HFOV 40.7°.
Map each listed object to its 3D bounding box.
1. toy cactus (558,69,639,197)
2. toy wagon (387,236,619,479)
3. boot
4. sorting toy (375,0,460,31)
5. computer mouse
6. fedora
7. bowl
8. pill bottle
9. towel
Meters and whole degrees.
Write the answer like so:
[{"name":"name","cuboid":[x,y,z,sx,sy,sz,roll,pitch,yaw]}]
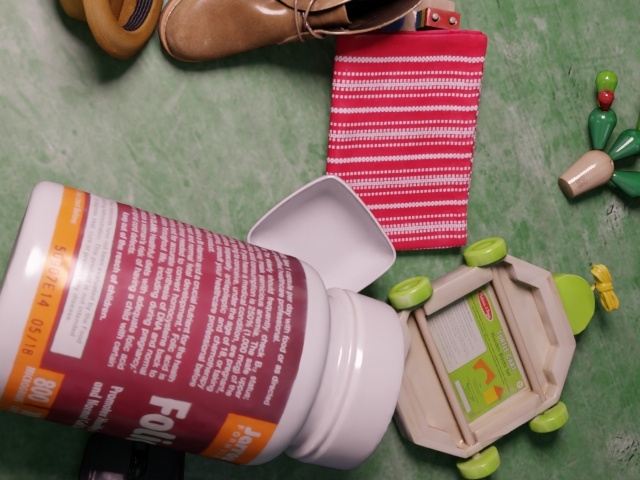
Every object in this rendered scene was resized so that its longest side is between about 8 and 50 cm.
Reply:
[{"name":"toy cactus","cuboid":[0.411,-0.115,1.170,0.180,0.112,0.219,-34,113,-7]},{"name":"toy wagon","cuboid":[0.238,0.133,1.123,0.344,0.068,0.267,-27,102,-19]},{"name":"boot","cuboid":[-0.028,-0.262,0.945,0.305,0.115,0.112,-21,134,-7]},{"name":"sorting toy","cuboid":[0.108,-0.233,1.062,0.132,0.046,0.275,5,91,-22]},{"name":"computer mouse","cuboid":[-0.221,0.285,0.944,0.188,0.072,0.272,9,89,-23]},{"name":"fedora","cuboid":[-0.226,-0.288,0.890,0.079,0.194,0.194,6,91,15]},{"name":"bowl","cuboid":[0.000,0.000,1.008,0.142,0.053,0.142,-35,108,11]},{"name":"pill bottle","cuboid":[-0.128,0.102,0.883,0.392,0.224,0.224,18,86,-19]},{"name":"towel","cuboid":[0.103,-0.117,1.043,0.199,0.031,0.275,-2,106,-19]}]
